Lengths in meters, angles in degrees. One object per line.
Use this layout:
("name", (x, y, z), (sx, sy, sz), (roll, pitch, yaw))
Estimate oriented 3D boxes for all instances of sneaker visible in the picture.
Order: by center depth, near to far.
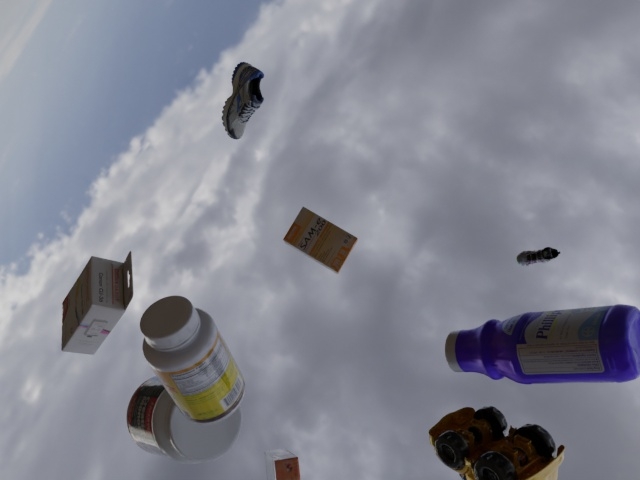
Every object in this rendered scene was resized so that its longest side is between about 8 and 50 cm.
("sneaker", (-0.132, -0.240, 1.217), (0.058, 0.052, 0.135), (22, -71, 28))
("sneaker", (0.513, 0.033, 1.626), (0.069, 0.098, 0.038), (135, -56, -69))

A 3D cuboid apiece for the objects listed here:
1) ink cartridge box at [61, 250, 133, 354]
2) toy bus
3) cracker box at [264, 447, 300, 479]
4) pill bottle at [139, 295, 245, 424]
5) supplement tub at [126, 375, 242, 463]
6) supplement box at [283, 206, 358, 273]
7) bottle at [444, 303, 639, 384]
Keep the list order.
("ink cartridge box", (-0.415, 0.111, 1.289), (0.198, 0.067, 0.115), (-47, -137, 34))
("toy bus", (0.316, 0.433, 1.261), (0.149, 0.211, 0.220), (-21, -156, -36))
("cracker box", (-0.097, 0.641, 1.832), (0.232, 0.067, 0.155), (134, -50, -75))
("pill bottle", (-0.202, 0.186, 1.089), (0.117, 0.215, 0.117), (-10, -138, 9))
("supplement tub", (-0.313, 0.402, 1.582), (0.272, 0.191, 0.191), (-16, -131, 56))
("supplement box", (0.000, 0.000, 1.063), (0.062, 0.098, 0.036), (-60, 175, -6))
("bottle", (0.321, 0.156, 1.019), (0.283, 0.092, 0.118), (-11, -164, 40))
